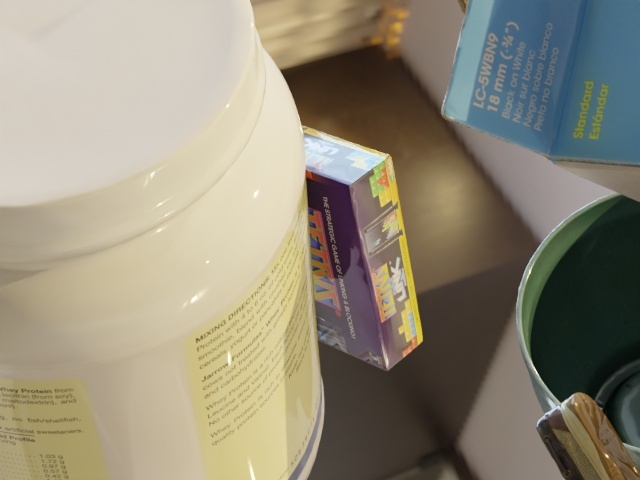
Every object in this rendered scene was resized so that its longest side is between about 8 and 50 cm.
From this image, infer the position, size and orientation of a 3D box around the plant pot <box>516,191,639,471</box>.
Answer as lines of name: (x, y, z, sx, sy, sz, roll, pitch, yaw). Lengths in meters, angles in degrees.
plant pot: (0.325, 0.119, 1.532, 0.293, 0.293, 0.196, 52, -16, 35)

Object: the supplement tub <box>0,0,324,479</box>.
supplement tub: (-0.120, 0.014, 0.876, 0.235, 0.235, 0.325, 53, -21, 34)

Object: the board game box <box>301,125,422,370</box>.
board game box: (0.000, 0.000, 1.278, 0.141, 0.048, 0.170, 22, -44, 41)

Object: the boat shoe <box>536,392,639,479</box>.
boat shoe: (0.210, 0.187, 1.245, 0.049, 0.056, 0.152, -33, -105, 32)

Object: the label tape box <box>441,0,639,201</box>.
label tape box: (0.248, -0.124, 0.895, 0.106, 0.334, 0.240, -3, -109, 58)

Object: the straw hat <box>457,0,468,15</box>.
straw hat: (0.156, -0.201, 1.409, 0.144, 0.061, 0.144, 60, -1, 1)
